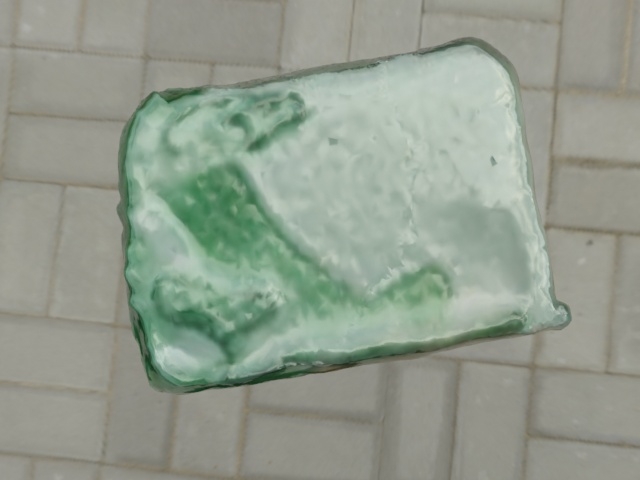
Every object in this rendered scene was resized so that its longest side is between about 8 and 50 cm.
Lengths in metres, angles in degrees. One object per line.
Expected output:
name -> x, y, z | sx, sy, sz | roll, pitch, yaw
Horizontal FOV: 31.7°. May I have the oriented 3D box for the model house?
model house -> 0.000, 0.000, 0.839 | 0.267, 0.325, 0.194 | -10, 84, -4
